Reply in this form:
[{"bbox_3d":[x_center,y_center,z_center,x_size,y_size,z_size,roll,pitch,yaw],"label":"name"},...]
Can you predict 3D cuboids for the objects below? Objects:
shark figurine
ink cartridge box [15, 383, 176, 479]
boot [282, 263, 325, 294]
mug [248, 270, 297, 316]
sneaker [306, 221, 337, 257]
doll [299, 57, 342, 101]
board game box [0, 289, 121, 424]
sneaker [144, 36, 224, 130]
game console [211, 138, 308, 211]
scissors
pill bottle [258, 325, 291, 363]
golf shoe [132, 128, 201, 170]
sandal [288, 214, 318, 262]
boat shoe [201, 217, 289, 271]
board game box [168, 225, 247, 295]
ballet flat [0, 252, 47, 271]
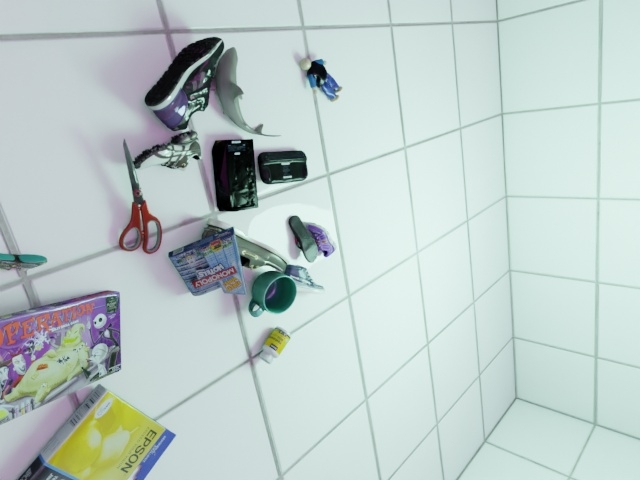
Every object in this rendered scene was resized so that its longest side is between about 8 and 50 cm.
[{"bbox_3d":[-0.232,-0.397,1.286,0.166,0.116,0.278,-42,121,-32],"label":"shark figurine"},{"bbox_3d":[-0.549,0.572,1.130,0.303,0.072,0.307,-55,127,-26],"label":"ink cartridge box"},{"bbox_3d":[-0.050,0.136,1.567,0.190,0.069,0.086,15,88,-43],"label":"boot"},{"bbox_3d":[-0.166,0.163,1.431,0.158,0.097,0.129,-8,108,-40],"label":"mug"},{"bbox_3d":[0.000,0.000,1.606,0.071,0.068,0.170,-52,128,-18],"label":"sneaker"},{"bbox_3d":[-0.001,-0.557,1.541,0.189,0.046,0.129,33,71,-43],"label":"doll"},{"bbox_3d":[-0.583,0.242,0.972,0.347,0.056,0.208,-15,104,-67],"label":"board game box"},{"bbox_3d":[-0.342,-0.418,1.200,0.283,0.107,0.124,-57,145,-18],"label":"sneaker"},{"bbox_3d":[-0.175,-0.213,1.417,0.362,0.044,0.213,-14,107,-43],"label":"game console"},{"bbox_3d":[-0.453,-0.105,1.134,0.109,0.021,0.296,-5,109,-39],"label":"scissors"},{"bbox_3d":[-0.154,0.351,1.496,0.116,0.065,0.065,-55,129,-25],"label":"pill bottle"},{"bbox_3d":[-0.392,-0.216,1.174,0.198,0.077,0.093,-37,121,-34],"label":"golf shoe"},{"bbox_3d":[-0.064,-0.005,1.564,0.067,0.040,0.179,-36,105,-41],"label":"sandal"},{"bbox_3d":[-0.225,0.035,1.356,0.305,0.109,0.091,31,74,-37],"label":"boat shoe"},{"bbox_3d":[-0.292,0.086,1.251,0.194,0.060,0.194,-23,119,-1],"label":"board game box"},{"bbox_3d":[-0.661,0.049,0.971,0.114,0.041,0.041,8,89,-45],"label":"ballet flat"}]
